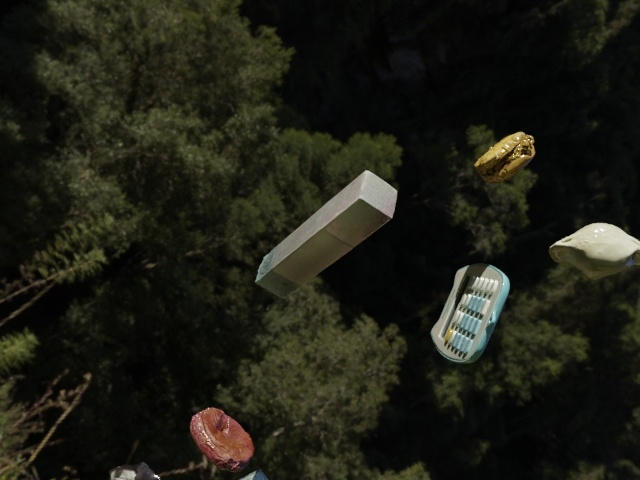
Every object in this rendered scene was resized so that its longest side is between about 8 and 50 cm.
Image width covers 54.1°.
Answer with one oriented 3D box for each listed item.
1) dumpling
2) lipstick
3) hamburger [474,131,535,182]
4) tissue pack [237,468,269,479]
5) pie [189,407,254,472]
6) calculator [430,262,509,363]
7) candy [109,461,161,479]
[{"bbox_3d":[0.675,0.036,1.529,0.166,0.216,0.126,65,5,-62],"label":"dumpling"},{"bbox_3d":[0.000,0.000,1.046,0.068,0.317,0.066,32,48,-18],"label":"lipstick"},{"bbox_3d":[0.449,-0.199,1.517,0.083,0.138,0.147,48,-2,-5],"label":"hamburger"},{"bbox_3d":[-0.176,0.625,1.357,0.185,0.257,0.081,55,26,-2],"label":"tissue pack"},{"bbox_3d":[-0.237,0.479,1.508,0.182,0.049,0.182,39,10,-8],"label":"pie"},{"bbox_3d":[0.373,0.180,1.565,0.054,0.256,0.386,24,-1,-1],"label":"calculator"},{"bbox_3d":[-0.171,0.307,0.547,0.051,0.094,0.226,52,20,-50],"label":"candy"}]
